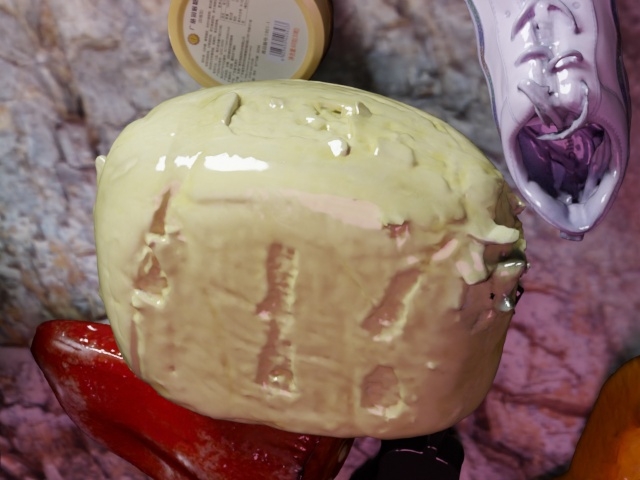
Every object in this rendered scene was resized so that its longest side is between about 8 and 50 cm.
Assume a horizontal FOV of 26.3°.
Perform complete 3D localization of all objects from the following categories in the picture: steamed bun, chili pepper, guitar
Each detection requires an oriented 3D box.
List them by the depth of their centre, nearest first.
[{"bbox_3d":[0.000,0.000,0.867,0.273,0.166,0.232,5,130,11],"label":"steamed bun"},{"bbox_3d":[0.089,0.135,1.023,0.084,0.038,0.271,19,125,-3],"label":"guitar"},{"bbox_3d":[-0.101,0.129,1.032,0.252,0.136,0.144,20,170,11],"label":"chili pepper"}]

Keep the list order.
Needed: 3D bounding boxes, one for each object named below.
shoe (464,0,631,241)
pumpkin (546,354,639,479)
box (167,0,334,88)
[{"bbox_3d":[0.131,-0.120,0.785,0.095,0.137,0.245,-10,121,13],"label":"shoe"},{"bbox_3d":[0.248,0.234,1.022,0.258,0.095,0.290,36,119,-9],"label":"pumpkin"},{"bbox_3d":[-0.044,-0.139,0.870,0.105,0.037,0.105,5,124,8],"label":"box"}]
